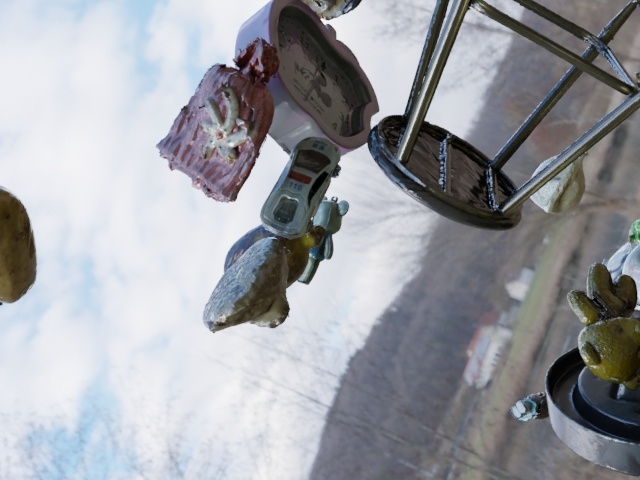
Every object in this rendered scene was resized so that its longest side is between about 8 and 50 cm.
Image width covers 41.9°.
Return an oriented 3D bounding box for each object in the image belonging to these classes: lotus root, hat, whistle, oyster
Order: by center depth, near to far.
[{"bbox_3d":[-0.553,0.001,1.374,0.160,0.146,0.284,-18,-45,-26],"label":"lotus root"},{"bbox_3d":[-0.163,-0.222,1.437,0.107,0.237,0.286,22,-79,-55],"label":"hat"},{"bbox_3d":[0.094,-0.595,1.838,0.128,0.345,0.078,58,-161,-17],"label":"oyster"},{"bbox_3d":[-0.121,0.041,1.946,0.314,0.169,0.141,-35,-39,24],"label":"lotus root"},{"bbox_3d":[0.000,0.000,2.099,0.077,0.114,0.235,26,-98,-49],"label":"whistle"}]

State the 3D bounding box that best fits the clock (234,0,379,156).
[{"bbox_3d":[-0.026,-0.311,1.653,0.102,0.338,0.338,-26,10,33],"label":"clock"}]

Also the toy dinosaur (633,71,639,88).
[{"bbox_3d":[0.654,-0.324,1.663,0.180,0.037,0.058,-18,-85,-28],"label":"toy dinosaur"}]

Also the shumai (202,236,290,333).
[{"bbox_3d":[-0.109,0.098,1.430,0.201,0.120,0.201,-42,17,16],"label":"shumai"}]

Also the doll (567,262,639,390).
[{"bbox_3d":[0.441,0.116,1.251,0.097,0.137,0.209,-43,24,47],"label":"doll"}]

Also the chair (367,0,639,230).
[{"bbox_3d":[0.295,-0.261,1.367,0.410,0.362,0.364,-60,9,28],"label":"chair"}]

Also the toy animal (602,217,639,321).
[{"bbox_3d":[0.608,0.052,1.443,0.212,0.213,0.266,-62,-7,-20],"label":"toy animal"}]

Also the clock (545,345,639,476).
[{"bbox_3d":[0.501,0.242,1.259,0.319,0.319,0.066,-42,-50,-58],"label":"clock"}]

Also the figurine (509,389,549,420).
[{"bbox_3d":[0.392,0.302,1.534,0.106,0.047,0.060,1,-65,-46],"label":"figurine"}]

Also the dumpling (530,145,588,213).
[{"bbox_3d":[0.601,-0.160,2.083,0.179,0.131,0.252,-65,-7,18],"label":"dumpling"}]

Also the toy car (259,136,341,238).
[{"bbox_3d":[-0.033,-0.098,1.467,0.205,0.095,0.056,-64,-16,-17],"label":"toy car"}]
